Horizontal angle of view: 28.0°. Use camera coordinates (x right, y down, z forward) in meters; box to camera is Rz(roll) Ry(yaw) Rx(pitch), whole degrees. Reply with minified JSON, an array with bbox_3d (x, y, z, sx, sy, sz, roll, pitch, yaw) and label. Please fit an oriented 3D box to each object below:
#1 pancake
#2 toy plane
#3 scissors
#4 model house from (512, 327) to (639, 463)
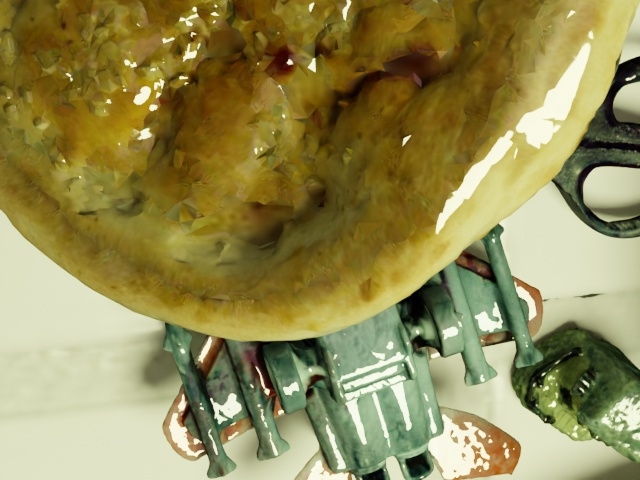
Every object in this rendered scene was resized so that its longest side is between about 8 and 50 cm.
[{"bbox_3d":[-0.043,-0.150,0.544,0.382,0.071,0.382,5,106,19],"label":"pancake"},{"bbox_3d":[0.002,0.002,0.676,0.222,0.104,0.326,-19,111,-8],"label":"toy plane"},{"bbox_3d":[0.103,-0.058,0.682,0.300,0.022,0.109,3,108,-36],"label":"scissors"},{"bbox_3d":[0.166,0.099,0.762,0.078,0.083,0.066,41,95,-23],"label":"model house"}]
